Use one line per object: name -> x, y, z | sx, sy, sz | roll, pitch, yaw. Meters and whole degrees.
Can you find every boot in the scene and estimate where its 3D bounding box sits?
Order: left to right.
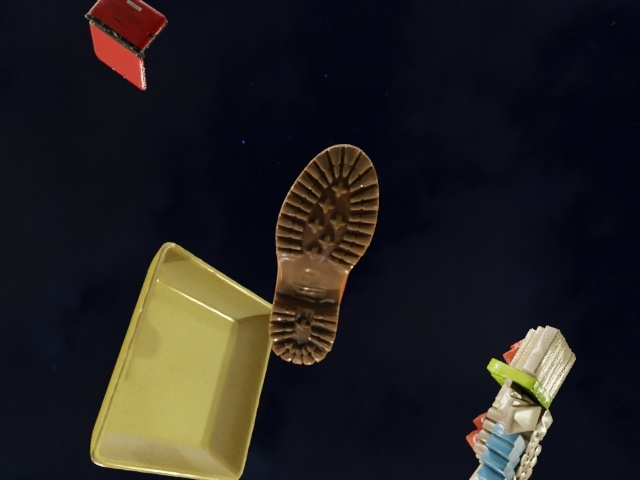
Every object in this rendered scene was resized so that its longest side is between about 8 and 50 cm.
boot -> 0.000, 0.000, 0.361 | 0.059, 0.085, 0.158 | 16, -62, -1

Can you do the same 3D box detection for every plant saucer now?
plant saucer -> -0.225, 0.219, 0.880 | 0.081, 0.333, 0.333 | -3, -118, 31

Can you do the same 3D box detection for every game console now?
game console -> -0.356, -0.378, 0.958 | 0.144, 0.085, 0.124 | 36, -95, 14

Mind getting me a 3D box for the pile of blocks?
pile of blocks -> 0.302, 0.306, 0.864 | 0.112, 0.149, 0.362 | 19, -88, 50
